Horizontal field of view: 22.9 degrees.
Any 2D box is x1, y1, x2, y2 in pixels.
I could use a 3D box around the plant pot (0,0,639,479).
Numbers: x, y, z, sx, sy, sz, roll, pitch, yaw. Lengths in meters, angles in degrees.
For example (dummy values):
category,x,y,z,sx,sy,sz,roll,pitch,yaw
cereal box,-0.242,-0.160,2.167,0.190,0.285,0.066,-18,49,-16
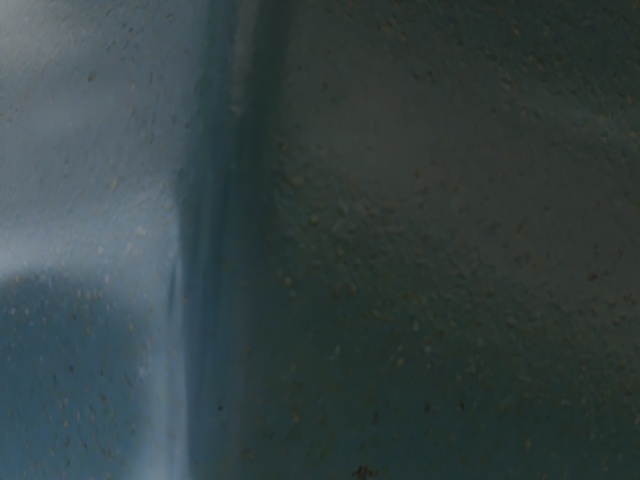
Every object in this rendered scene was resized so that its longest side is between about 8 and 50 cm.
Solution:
category,x,y,z,sx,sy,sz,roll,pitch,yaw
plant pot,0.000,0.000,0.503,0.247,0.247,0.252,23,-115,-34
